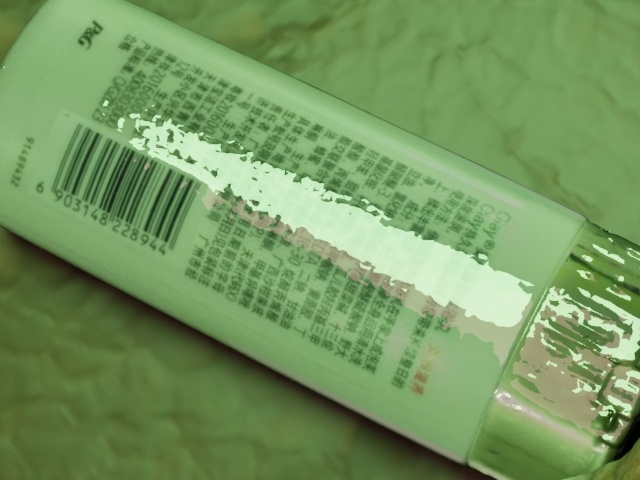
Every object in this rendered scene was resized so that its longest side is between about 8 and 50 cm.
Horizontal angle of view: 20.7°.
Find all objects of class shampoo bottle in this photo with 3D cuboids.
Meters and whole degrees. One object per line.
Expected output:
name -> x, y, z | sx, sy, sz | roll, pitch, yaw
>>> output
shampoo bottle -> 0.000, 0.000, 0.545 | 0.227, 0.056, 0.086 | 26, 89, 16

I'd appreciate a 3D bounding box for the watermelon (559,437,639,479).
watermelon -> 0.122, 0.148, 0.414 | 0.310, 0.232, 0.193 | -8, 43, 23
